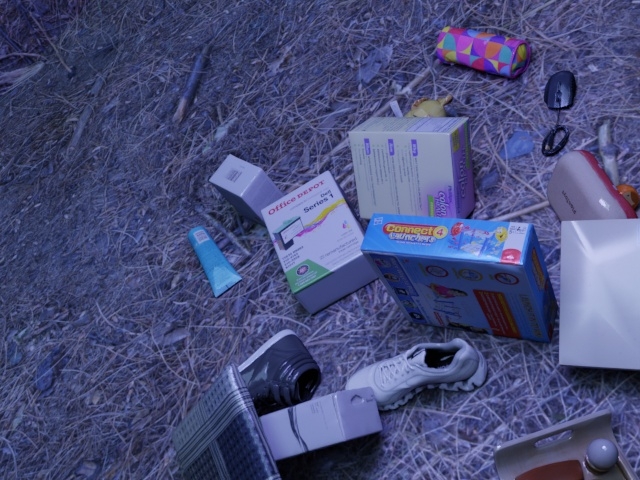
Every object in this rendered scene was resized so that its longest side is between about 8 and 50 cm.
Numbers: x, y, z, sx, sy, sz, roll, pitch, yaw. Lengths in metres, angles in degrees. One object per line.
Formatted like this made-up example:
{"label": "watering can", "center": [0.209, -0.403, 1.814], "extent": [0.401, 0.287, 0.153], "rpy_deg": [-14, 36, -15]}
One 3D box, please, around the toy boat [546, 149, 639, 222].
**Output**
{"label": "toy boat", "center": [0.572, -0.077, 1.438], "extent": [0.151, 0.151, 0.231], "rpy_deg": [-8, 51, -12]}

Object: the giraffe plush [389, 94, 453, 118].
{"label": "giraffe plush", "center": [0.245, -0.266, 1.713], "extent": [0.182, 0.210, 0.170], "rpy_deg": [8, 35, 35]}

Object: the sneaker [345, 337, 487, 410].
{"label": "sneaker", "center": [0.176, 0.258, 1.418], "extent": [0.292, 0.118, 0.110], "rpy_deg": [-20, 54, 17]}

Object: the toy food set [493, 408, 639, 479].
{"label": "toy food set", "center": [0.441, 0.437, 1.134], "extent": [0.220, 0.092, 0.306], "rpy_deg": [-16, 50, -7]}

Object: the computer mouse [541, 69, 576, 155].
{"label": "computer mouse", "center": [0.543, -0.300, 1.644], "extent": [0.071, 0.041, 0.241], "rpy_deg": [1, 61, 27]}

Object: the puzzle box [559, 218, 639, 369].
{"label": "puzzle box", "center": [0.628, 0.096, 1.233], "extent": [0.409, 0.052, 0.271], "rpy_deg": [0, 76, 26]}

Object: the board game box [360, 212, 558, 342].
{"label": "board game box", "center": [0.272, 0.073, 1.365], "extent": [0.302, 0.308, 0.086], "rpy_deg": [5, 61, 29]}

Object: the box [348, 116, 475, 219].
{"label": "box", "center": [0.206, -0.159, 1.596], "extent": [0.243, 0.213, 0.117], "rpy_deg": [6, 29, 32]}

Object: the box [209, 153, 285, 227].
{"label": "box", "center": [-0.175, -0.120, 1.813], "extent": [0.130, 0.170, 0.091], "rpy_deg": [27, 76, 37]}

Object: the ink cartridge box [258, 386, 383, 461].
{"label": "ink cartridge box", "center": [-0.013, 0.360, 1.382], "extent": [0.220, 0.160, 0.092], "rpy_deg": [-24, 73, 28]}

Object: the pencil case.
{"label": "pencil case", "center": [0.406, -0.474, 1.797], "extent": [0.236, 0.104, 0.104], "rpy_deg": [26, 74, 39]}

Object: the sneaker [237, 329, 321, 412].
{"label": "sneaker", "center": [-0.122, 0.334, 1.527], "extent": [0.296, 0.104, 0.147], "rpy_deg": [-45, 45, -11]}

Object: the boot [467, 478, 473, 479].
{"label": "boot", "center": [0.303, 0.525, 1.202], "extent": [0.209, 0.076, 0.189], "rpy_deg": [19, 55, 28]}

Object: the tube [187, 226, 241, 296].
{"label": "tube", "center": [-0.279, 0.049, 1.839], "extent": [0.080, 0.052, 0.207], "rpy_deg": [-39, 55, 5]}

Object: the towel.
{"label": "towel", "center": [-0.175, 0.443, 1.383], "extent": [0.324, 0.056, 0.312], "rpy_deg": [-50, 57, 42]}

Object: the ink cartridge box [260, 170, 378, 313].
{"label": "ink cartridge box", "center": [0.000, 0.000, 1.677], "extent": [0.202, 0.117, 0.278], "rpy_deg": [-30, 50, 7]}
